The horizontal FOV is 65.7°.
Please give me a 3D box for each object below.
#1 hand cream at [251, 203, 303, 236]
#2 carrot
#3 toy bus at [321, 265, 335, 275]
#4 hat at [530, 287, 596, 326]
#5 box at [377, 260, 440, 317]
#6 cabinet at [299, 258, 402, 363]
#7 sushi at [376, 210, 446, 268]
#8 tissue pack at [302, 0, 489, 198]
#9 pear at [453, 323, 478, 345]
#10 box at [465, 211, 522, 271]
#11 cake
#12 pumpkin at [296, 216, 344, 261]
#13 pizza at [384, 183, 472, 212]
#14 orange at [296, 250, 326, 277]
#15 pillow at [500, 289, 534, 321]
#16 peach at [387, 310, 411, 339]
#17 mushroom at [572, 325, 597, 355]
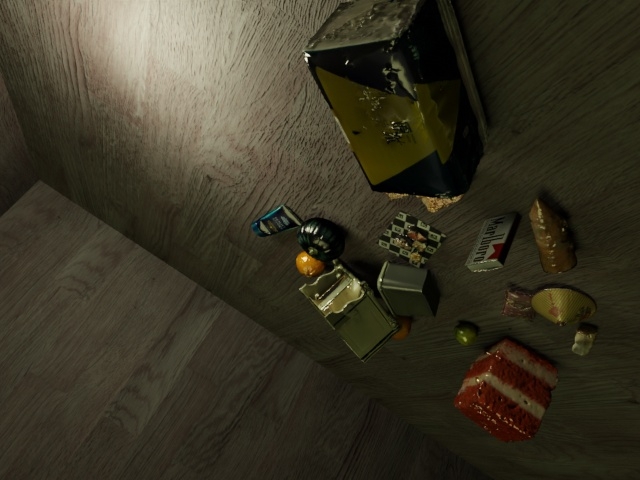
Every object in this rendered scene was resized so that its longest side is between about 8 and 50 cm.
[{"bbox_3d":[-0.188,-0.078,2.089,0.271,0.061,0.120,-20,119,47],"label":"hand cream"},{"bbox_3d":[0.610,-0.019,1.323,0.102,0.101,0.263,2,140,44],"label":"carrot"},{"bbox_3d":[0.037,0.139,2.228,0.131,0.037,0.052,10,144,34],"label":"toy bus"},{"bbox_3d":[0.766,0.237,1.571,0.193,0.082,0.193,15,146,11],"label":"hat"},{"bbox_3d":[0.345,0.202,1.903,0.178,0.138,0.274,6,149,32],"label":"box"},{"bbox_3d":[0.124,0.279,2.074,0.318,0.227,0.290,52,174,-32],"label":"cabinet"},{"bbox_3d":[0.311,0.018,1.740,0.193,0.043,0.279,30,153,2],"label":"sushi"},{"bbox_3d":[0.183,-0.317,1.088,0.264,0.253,0.416,7,143,39],"label":"tissue pack"},{"bbox_3d":[0.591,0.384,2.021,0.097,0.092,0.092,18,150,23],"label":"pear"},{"bbox_3d":[0.488,0.004,1.393,0.036,0.177,0.115,42,152,-20],"label":"box"},{"bbox_3d":[0.730,0.588,1.968,0.270,0.319,0.269,34,155,6],"label":"cake"},{"bbox_3d":[0.000,0.000,1.923,0.202,0.140,0.202,25,150,16],"label":"pumpkin"},{"bbox_3d":[0.276,-0.177,1.407,0.306,0.085,0.161,17,127,23],"label":"pizza"},{"bbox_3d":[-0.044,0.103,2.164,0.136,0.117,0.135,25,146,19],"label":"orange"},{"bbox_3d":[0.684,0.221,1.703,0.118,0.043,0.185,11,149,19],"label":"pillow"},{"bbox_3d":[0.336,0.381,2.229,0.138,0.138,0.138,24,152,14],"label":"peach"},{"bbox_3d":[0.899,0.346,1.691,0.059,0.054,0.202,21,157,32],"label":"mushroom"}]
